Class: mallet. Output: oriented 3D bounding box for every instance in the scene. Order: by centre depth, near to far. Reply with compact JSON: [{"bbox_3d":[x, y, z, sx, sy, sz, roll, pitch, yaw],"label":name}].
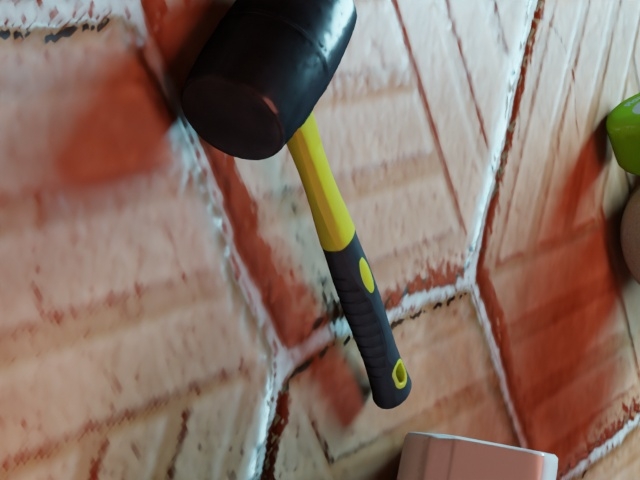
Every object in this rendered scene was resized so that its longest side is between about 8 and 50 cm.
[{"bbox_3d":[0.000,0.000,0.514,0.062,0.039,0.190,-54,142,-40],"label":"mallet"}]

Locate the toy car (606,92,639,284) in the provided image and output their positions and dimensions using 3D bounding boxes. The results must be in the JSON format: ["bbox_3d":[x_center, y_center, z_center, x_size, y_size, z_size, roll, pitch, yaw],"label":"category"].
[{"bbox_3d":[0.248,-0.042,0.818,0.155,0.148,0.188,68,29,-23],"label":"toy car"}]

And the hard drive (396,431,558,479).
[{"bbox_3d":[0.019,0.241,0.489,0.233,0.047,0.353,66,34,-82],"label":"hard drive"}]
